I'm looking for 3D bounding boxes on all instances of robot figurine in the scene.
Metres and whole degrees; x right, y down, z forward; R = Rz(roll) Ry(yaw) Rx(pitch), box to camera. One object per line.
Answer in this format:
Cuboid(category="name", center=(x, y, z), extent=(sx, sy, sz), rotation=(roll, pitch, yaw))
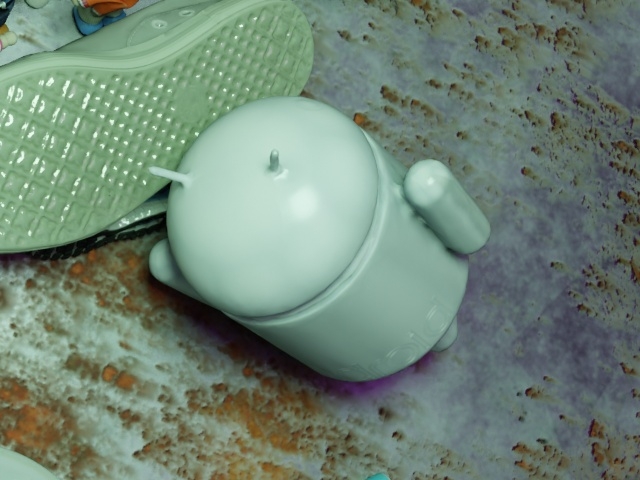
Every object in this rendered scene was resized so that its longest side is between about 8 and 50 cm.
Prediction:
Cuboid(category="robot figurine", center=(0.000, 0.000, 1.656), extent=(0.353, 0.300, 0.199), rotation=(36, 41, -51))

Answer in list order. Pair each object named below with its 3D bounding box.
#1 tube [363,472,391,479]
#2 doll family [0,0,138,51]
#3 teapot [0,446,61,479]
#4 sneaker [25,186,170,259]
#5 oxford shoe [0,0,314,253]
Cuboid(category="tube", center=(-0.017, 0.288, 1.743), extent=(0.207, 0.052, 0.080), rotation=(-29, 83, -20))
Cuboid(category="doll family", center=(-0.262, -0.222, 1.640), extent=(0.263, 0.163, 0.118), rotation=(-32, 89, -25))
Cuboid(category="teapot", center=(-0.308, 0.299, 1.537), extent=(0.252, 0.187, 0.256), rotation=(4, 52, -43))
Cuboid(category="sneaker", center=(-0.213, -0.032, 1.703), extent=(0.162, 0.063, 0.073), rotation=(-15, 73, -32))
Cuboid(category="oxford shoe", center=(-0.200, -0.112, 1.648), extent=(0.449, 0.130, 0.169), rotation=(-29, 122, -37))
